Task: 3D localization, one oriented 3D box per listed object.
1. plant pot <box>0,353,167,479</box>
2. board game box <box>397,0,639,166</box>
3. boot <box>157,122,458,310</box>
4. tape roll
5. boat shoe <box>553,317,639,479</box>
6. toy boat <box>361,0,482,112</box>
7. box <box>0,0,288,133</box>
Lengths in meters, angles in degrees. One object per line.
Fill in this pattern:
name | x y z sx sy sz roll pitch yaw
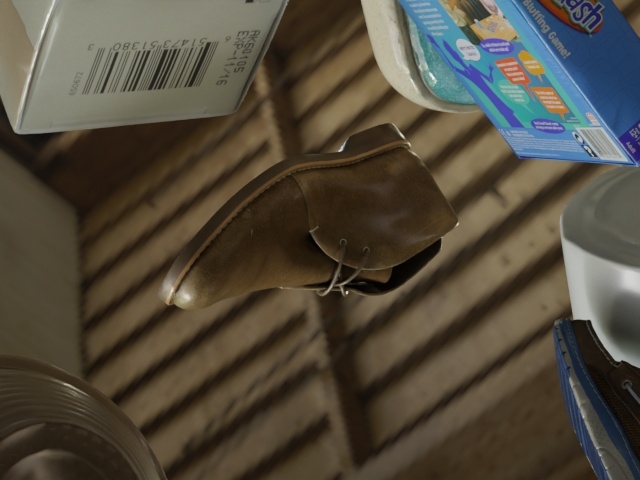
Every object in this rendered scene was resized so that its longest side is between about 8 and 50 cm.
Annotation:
plant pot | -0.173 0.171 1.092 0.110 0.237 0.237 -31 -148 52
board game box | 0.092 -0.135 1.020 0.047 0.210 0.160 -42 -165 -10
boot | 0.000 0.000 1.508 0.305 0.115 0.112 -27 160 -44
tape roll | 0.309 0.012 1.278 0.286 0.100 0.286 -10 -162 3
boat shoe | 0.195 0.114 1.168 0.066 0.066 0.183 -17 -135 -1
toy boat | 0.157 -0.242 1.402 0.148 0.267 0.318 4 -163 42
box | -0.145 -0.223 1.094 0.311 0.148 0.121 67 -31 29
